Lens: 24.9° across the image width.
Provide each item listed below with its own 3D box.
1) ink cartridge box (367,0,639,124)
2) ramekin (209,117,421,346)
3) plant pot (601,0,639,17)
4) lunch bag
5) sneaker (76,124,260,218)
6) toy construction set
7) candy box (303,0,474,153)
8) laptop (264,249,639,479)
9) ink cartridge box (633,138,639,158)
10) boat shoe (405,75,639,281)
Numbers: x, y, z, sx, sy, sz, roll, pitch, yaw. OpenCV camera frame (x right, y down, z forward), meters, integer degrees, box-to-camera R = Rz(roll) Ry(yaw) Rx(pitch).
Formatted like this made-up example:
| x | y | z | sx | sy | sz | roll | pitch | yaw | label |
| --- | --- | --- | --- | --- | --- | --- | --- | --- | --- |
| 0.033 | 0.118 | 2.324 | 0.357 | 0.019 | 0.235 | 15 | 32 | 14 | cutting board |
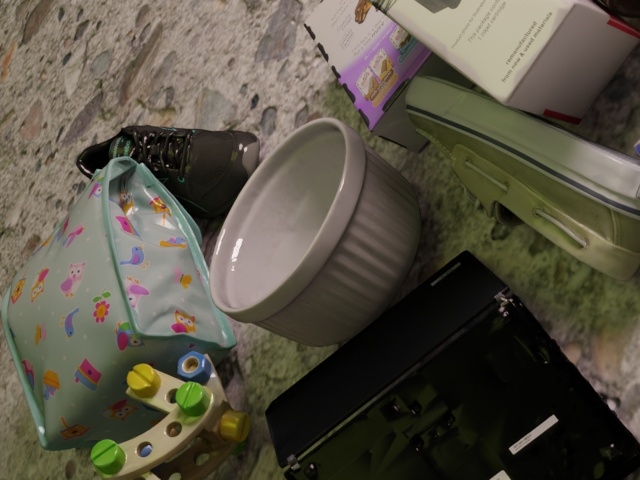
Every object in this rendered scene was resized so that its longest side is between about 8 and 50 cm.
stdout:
| x | y | z | sx | sy | sz | roll | pitch | yaw | label |
| --- | --- | --- | --- | --- | --- | --- | --- | --- | --- |
| 0.123 | -0.207 | 1.192 | 0.237 | 0.172 | 0.100 | 42 | 108 | 24 | ink cartridge box |
| 0.000 | 0.000 | 1.341 | 0.207 | 0.109 | 0.207 | -41 | 31 | 31 | ramekin |
| 0.246 | -0.304 | 1.158 | 0.215 | 0.215 | 0.230 | -33 | 63 | 38 | plant pot |
| -0.231 | 0.067 | 1.577 | 0.223 | 0.160 | 0.262 | -47 | 49 | 30 | lunch bag |
| -0.174 | -0.081 | 1.634 | 0.267 | 0.106 | 0.101 | -9 | 64 | 48 | sneaker |
| -0.088 | 0.243 | 1.346 | 0.215 | 0.151 | 0.328 | -48 | 42 | -15 | toy construction set |
| 0.084 | -0.211 | 1.401 | 0.165 | 0.070 | 0.196 | -51 | 40 | 22 | candy box |
| 0.096 | 0.155 | 1.179 | 0.234 | 0.136 | 0.264 | -39 | 66 | 2 | laptop |
| 0.392 | -0.061 | 0.946 | 0.307 | 0.072 | 0.303 | -48 | 42 | 28 | ink cartridge box |
| 0.162 | -0.060 | 1.201 | 0.302 | 0.109 | 0.094 | 33 | 104 | 51 | boat shoe |
